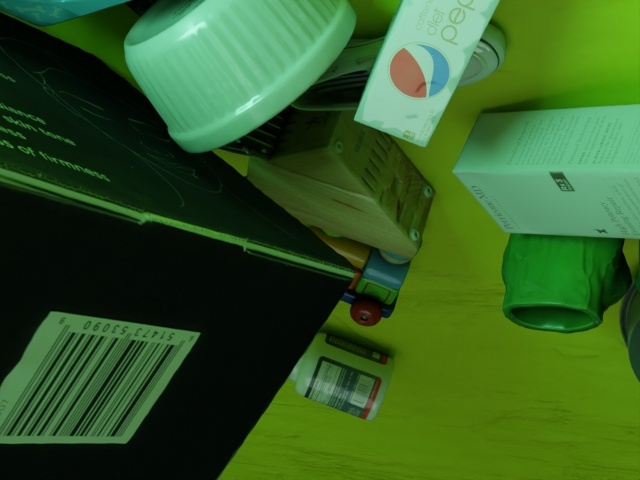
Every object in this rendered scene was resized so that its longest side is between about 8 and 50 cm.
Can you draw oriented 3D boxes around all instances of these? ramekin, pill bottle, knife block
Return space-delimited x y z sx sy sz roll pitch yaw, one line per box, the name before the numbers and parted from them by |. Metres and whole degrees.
ramekin | -0.081 -0.188 0.878 0.207 0.207 0.109 -12 127 43
pill bottle | 0.017 0.207 1.532 0.180 0.108 0.108 21 150 1
knife block | -0.033 -0.081 1.125 0.242 0.088 0.276 -7 140 40

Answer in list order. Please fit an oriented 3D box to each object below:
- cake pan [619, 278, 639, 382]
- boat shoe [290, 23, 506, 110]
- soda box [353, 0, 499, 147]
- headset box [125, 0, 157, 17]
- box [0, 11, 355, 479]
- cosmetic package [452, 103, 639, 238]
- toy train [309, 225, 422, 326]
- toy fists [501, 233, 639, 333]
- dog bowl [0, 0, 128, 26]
cake pan | 0.483 0.130 1.095 0.293 0.054 0.293 19 139 17
boat shoe | 0.071 -0.158 0.949 0.226 0.076 0.083 -3 142 34
soda box | 0.101 -0.189 0.822 0.073 0.069 0.216 22 130 -3
headset box | -0.172 -0.257 0.980 0.083 0.032 0.062 38 146 -28
box | -0.312 -0.022 0.848 0.471 0.297 0.480 41 -167 32
cosmetic package | 0.257 -0.064 0.937 0.231 0.086 0.117 1 147 48
toy train | 0.000 0.000 1.230 0.248 0.105 0.143 22 139 -3
toy fists | 0.330 0.026 1.025 0.279 0.142 0.096 -1 150 33
dog bowl | -0.198 -0.278 0.848 0.297 0.166 0.074 -5 152 37
